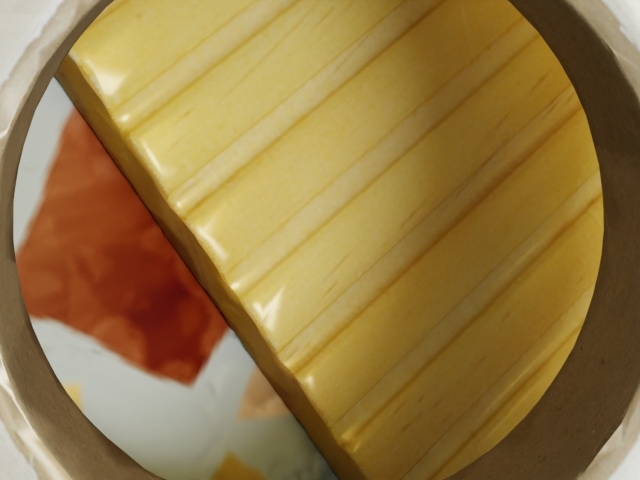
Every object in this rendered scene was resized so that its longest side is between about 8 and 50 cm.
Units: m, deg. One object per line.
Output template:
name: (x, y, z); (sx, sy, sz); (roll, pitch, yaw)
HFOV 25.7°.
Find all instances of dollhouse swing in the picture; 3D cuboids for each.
dollhouse swing: (0.135, -0.092, 0.504); (0.305, 0.315, 0.347); (-47, 114, -37)

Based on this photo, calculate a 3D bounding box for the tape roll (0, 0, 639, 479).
tape roll: (0.000, 0.000, 0.422); (0.392, 0.072, 0.392); (-1, 99, -5)
